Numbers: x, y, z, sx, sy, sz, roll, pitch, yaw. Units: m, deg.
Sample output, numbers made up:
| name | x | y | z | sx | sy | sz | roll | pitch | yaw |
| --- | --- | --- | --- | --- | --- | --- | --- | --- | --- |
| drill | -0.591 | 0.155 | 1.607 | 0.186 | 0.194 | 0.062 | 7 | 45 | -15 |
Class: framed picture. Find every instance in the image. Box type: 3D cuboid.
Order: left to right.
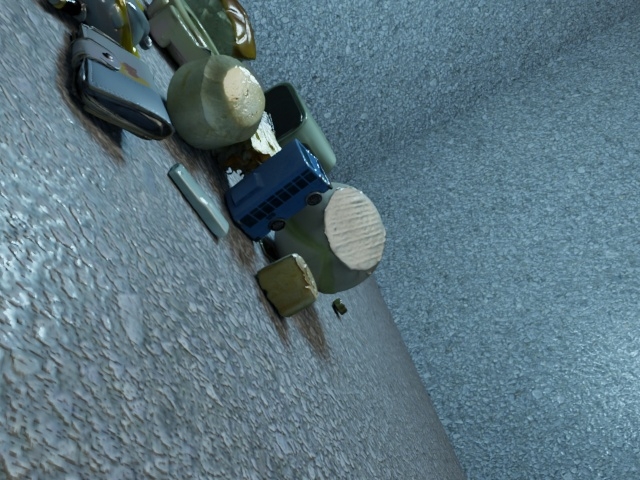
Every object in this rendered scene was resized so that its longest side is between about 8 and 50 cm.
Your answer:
| name | x | y | z | sx | sy | sz | roll | pitch | yaw |
| --- | --- | --- | --- | --- | --- | --- | --- | --- | --- |
| framed picture | -0.132 | 0.024 | 1.414 | 0.066 | 0.006 | 0.089 | 65 | 10 | 30 |

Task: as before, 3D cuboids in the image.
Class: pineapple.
| name | x | y | z | sx | sy | sz | roll | pitch | yaw |
| --- | --- | --- | --- | --- | --- | --- | --- | --- | --- |
| pineapple | -0.186 | -0.246 | 1.384 | 0.236 | 0.186 | 0.114 | 25 | 0 | 41 |

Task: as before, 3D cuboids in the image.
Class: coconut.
| name | x | y | z | sx | sy | sz | roll | pitch | yaw |
| --- | --- | --- | --- | --- | --- | --- | --- | --- | --- |
| coconut | -0.244 | -0.309 | 1.261 | 0.202 | 0.222 | 0.202 | 2 | 87 | -49 |

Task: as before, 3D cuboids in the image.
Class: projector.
| name | x | y | z | sx | sy | sz | roll | pitch | yaw |
| --- | --- | --- | --- | --- | --- | --- | --- | --- | --- |
| projector | -0.123 | -0.332 | 1.861 | 0.249 | 0.248 | 0.248 | 49 | 14 | -52 |

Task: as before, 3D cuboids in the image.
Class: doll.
| name | x | y | z | sx | sy | sz | roll | pitch | yaw |
| --- | --- | --- | --- | --- | --- | --- | --- | --- | --- |
| doll | -0.408 | -0.435 | 1.015 | 0.145 | 0.103 | 0.316 | 60 | 15 | 19 |

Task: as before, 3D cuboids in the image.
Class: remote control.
| name | x | y | z | sx | sy | sz | roll | pitch | yaw |
| --- | --- | --- | --- | --- | --- | --- | --- | --- | --- |
| remote control | -0.232 | -0.079 | 1.082 | 0.162 | 0.029 | 0.061 | 56 | 7 | -22 |

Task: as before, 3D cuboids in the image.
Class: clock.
| name | x | y | z | sx | sy | sz | roll | pitch | yaw |
| --- | --- | --- | --- | --- | --- | --- | --- | --- | --- |
| clock | -0.389 | -0.581 | 1.628 | 0.284 | 0.114 | 0.309 | 50 | 10 | -43 |

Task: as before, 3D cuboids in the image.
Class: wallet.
| name | x | y | z | sx | sy | sz | roll | pitch | yaw |
| --- | --- | --- | --- | --- | --- | --- | --- | --- | --- |
| wallet | -0.340 | -0.263 | 0.932 | 0.170 | 0.069 | 0.231 | 28 | 24 | -42 |

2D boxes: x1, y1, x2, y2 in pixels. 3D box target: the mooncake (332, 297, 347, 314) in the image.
| name | x | y | z | sx | sy | sz | roll | pitch | yaw |
| --- | --- | --- | --- | --- | --- | --- | --- | --- | --- |
| mooncake | 0.044 | 0.142 | 1.955 | 0.150 | 0.057 | 0.347 | 70 | 4 | -49 |

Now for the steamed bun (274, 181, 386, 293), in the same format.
| name | x | y | z | sx | sy | sz | roll | pitch | yaw |
| --- | --- | --- | --- | --- | --- | --- | --- | --- | --- |
| steamed bun | 0.000 | 0.000 | 1.498 | 0.309 | 0.309 | 0.309 | 58 | 8 | -14 |

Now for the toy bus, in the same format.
| name | x | y | z | sx | sy | sz | roll | pitch | yaw |
| --- | --- | --- | --- | --- | --- | --- | --- | --- | --- |
| toy bus | -0.106 | -0.114 | 1.296 | 0.133 | 0.234 | 0.116 | 39 | 21 | -49 |

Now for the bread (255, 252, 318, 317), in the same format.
| name | x | y | z | sx | sy | sz | roll | pitch | yaw |
| --- | --- | --- | --- | --- | --- | --- | --- | --- | --- |
| bread | -0.066 | 0.098 | 1.214 | 0.125 | 0.106 | 0.082 | 62 | 9 | -1 |

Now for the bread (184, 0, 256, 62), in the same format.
| name | x | y | z | sx | sy | sz | roll | pitch | yaw |
| --- | --- | --- | --- | --- | --- | --- | --- | --- | --- |
| bread | -0.354 | -0.738 | 1.969 | 0.279 | 0.225 | 0.250 | 64 | 9 | -2 |
